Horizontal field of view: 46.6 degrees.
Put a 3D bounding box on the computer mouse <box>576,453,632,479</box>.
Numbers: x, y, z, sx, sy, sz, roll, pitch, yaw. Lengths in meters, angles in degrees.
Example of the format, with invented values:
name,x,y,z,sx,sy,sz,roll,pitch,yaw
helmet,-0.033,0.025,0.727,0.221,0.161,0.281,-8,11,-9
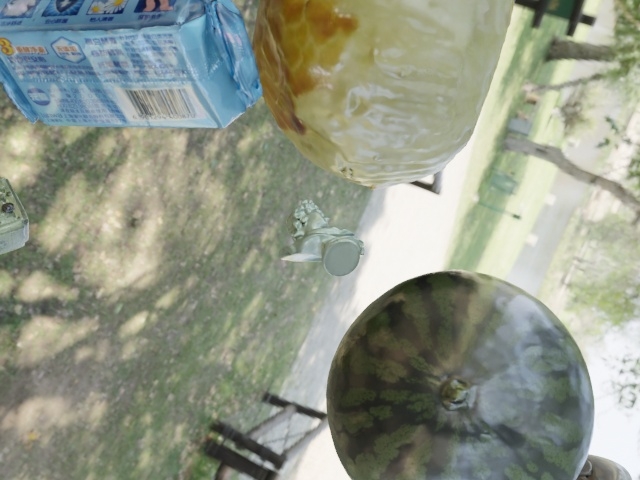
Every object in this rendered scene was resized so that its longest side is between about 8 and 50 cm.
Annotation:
name,x,y,z,sx,sy,sz,roll,pitch,yaw
computer mouse,0.334,0.297,0.917,0.039,0.096,0.065,40,65,-48

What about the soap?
name,x,y,z,sx,sy,sz,roll,pitch,yaw
soap,-0.213,-0.191,0.793,0.156,0.294,0.077,75,23,-53

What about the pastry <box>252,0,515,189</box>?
name,x,y,z,sx,sy,sz,roll,pitch,yaw
pastry,0.071,-0.265,0.959,0.388,0.313,0.388,14,90,-85

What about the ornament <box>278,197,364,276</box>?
name,x,y,z,sx,sy,sz,roll,pitch,yaw
ornament,0.000,0.001,0.579,0.069,0.092,0.041,-13,118,-45

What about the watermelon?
name,x,y,z,sx,sy,sz,roll,pitch,yaw
watermelon,0.106,0.124,0.582,0.212,0.212,0.212,-53,157,-34

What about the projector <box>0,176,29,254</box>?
name,x,y,z,sx,sy,sz,roll,pitch,yaw
projector,-0.561,-0.080,1.066,0.194,0.269,0.088,-24,154,-34
